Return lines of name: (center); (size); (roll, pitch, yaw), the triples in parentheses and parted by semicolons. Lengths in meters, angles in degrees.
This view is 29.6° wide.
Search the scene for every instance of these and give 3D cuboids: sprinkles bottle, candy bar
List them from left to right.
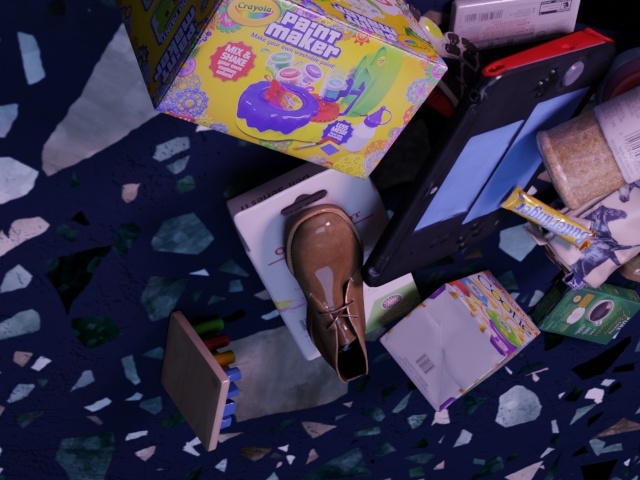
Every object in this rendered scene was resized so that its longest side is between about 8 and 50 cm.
candy bar: (0.342, -0.032, 1.805); (0.161, 0.018, 0.040); (28, 109, -19)
sprinkles bottle: (0.470, -0.165, 1.613); (0.355, 0.121, 0.121); (-25, 137, 16)

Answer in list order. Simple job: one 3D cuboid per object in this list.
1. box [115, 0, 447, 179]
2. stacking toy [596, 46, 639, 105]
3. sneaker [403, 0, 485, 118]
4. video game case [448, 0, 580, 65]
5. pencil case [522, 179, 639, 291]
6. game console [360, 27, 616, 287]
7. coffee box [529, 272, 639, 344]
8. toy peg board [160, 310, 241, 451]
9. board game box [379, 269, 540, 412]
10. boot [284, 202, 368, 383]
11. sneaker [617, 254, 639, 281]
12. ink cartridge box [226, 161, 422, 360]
box: (-0.056, -0.254, 1.391); (0.290, 0.279, 0.177); (17, 123, -34)
stacking toy: (0.567, -0.209, 1.728); (0.309, 0.130, 0.279); (-34, 112, 20)
sneaker: (0.126, -0.233, 1.626); (0.118, 0.107, 0.279); (-13, 145, 42)
video game case: (0.265, -0.272, 1.701); (0.190, 0.022, 0.173); (-11, 134, -15)
pencil case: (0.512, -0.098, 1.872); (0.410, 0.160, 0.183); (-41, 158, 18)
game console: (0.237, -0.113, 1.678); (0.342, 0.060, 0.386); (-27, 152, -48)
coffee box: (0.474, 0.123, 2.155); (0.184, 0.040, 0.113); (13, 125, -32)
toy peg board: (-0.170, 0.209, 1.880); (0.079, 0.160, 0.161); (-16, 138, -31)
board game box: (0.227, 0.151, 1.908); (0.142, 0.144, 0.275); (-42, 169, 17)
boot: (0.025, 0.078, 1.688); (0.112, 0.115, 0.305); (-18, 135, -6)
sneaker: (0.610, 0.022, 2.110); (0.192, 0.064, 0.086); (1, 123, -25)
ink cartridge box: (0.000, 0.000, 1.772); (0.207, 0.119, 0.353); (-25, 137, -1)
